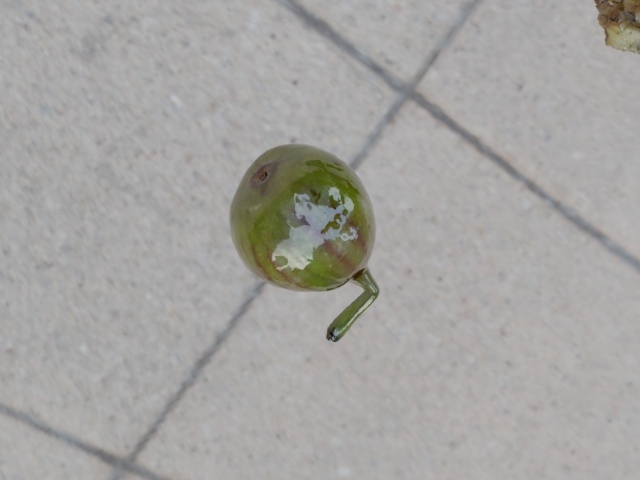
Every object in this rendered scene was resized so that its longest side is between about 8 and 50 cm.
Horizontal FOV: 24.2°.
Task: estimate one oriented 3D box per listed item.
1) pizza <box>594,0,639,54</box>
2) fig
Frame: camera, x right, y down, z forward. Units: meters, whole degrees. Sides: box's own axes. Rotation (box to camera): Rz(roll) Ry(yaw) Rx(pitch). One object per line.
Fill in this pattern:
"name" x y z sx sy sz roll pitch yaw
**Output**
"pizza" 0.356 -0.245 1.511 0.056 0.271 0.134 40 90 -33
"fig" 0.000 -0.002 1.434 0.186 0.142 0.148 36 84 -15
